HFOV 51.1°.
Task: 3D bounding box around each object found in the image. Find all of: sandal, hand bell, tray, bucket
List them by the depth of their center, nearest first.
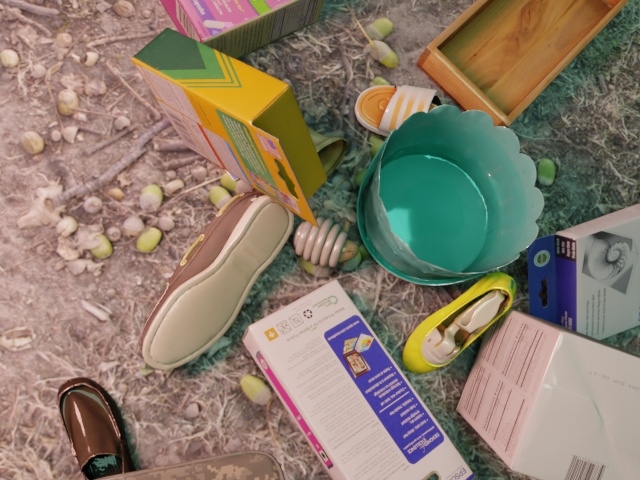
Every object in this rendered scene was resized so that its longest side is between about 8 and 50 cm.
[{"bbox_3d":[0.199,-0.060,1.102,0.281,0.183,0.281,2,76,-9],"label":"bucket"},{"bbox_3d":[-0.079,-0.205,1.143,0.126,0.126,0.242,-38,74,-16],"label":"hand bell"},{"bbox_3d":[0.196,-0.223,1.189,0.265,0.076,0.102,17,72,-3],"label":"sandal"},{"bbox_3d":[0.394,-0.403,1.271,0.203,0.076,0.411,45,73,2],"label":"tray"}]

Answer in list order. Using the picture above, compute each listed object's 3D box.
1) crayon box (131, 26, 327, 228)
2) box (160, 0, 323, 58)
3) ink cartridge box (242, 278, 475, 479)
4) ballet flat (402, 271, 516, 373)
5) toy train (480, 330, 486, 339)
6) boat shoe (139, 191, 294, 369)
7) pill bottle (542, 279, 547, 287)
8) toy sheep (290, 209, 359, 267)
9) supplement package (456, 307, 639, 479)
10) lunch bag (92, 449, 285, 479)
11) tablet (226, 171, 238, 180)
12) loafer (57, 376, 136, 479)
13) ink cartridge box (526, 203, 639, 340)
[{"bbox_3d":[-0.116,-0.169,0.991,0.323,0.203,0.083,33,72,32],"label":"crayon box"},{"bbox_3d":[-0.150,-0.451,1.165,0.243,0.117,0.213,-29,83,-15],"label":"box"},{"bbox_3d":[0.054,0.250,1.016,0.176,0.069,0.371,-26,70,-30],"label":"ink cartridge box"},{"bbox_3d":[0.217,0.139,1.060,0.077,0.077,0.231,43,105,-8],"label":"ballet flat"},{"bbox_3d":[0.269,0.143,1.153,0.024,0.017,0.083,-39,86,-6],"label":"toy train"},{"bbox_3d":[-0.174,0.055,1.056,0.324,0.097,0.116,-54,130,-13],"label":"boat shoe"},{"bbox_3d":[0.451,0.048,1.181,0.116,0.065,0.065,-17,81,-13],"label":"pill bottle"},{"bbox_3d":[0.000,0.000,1.107,0.132,0.091,0.091,17,75,9],"label":"toy sheep"},{"bbox_3d":[0.359,0.233,0.999,0.199,0.263,0.198,20,91,-5],"label":"supplement package"},{"bbox_3d":[-0.182,0.445,0.891,0.305,0.256,0.212,-8,41,-13],"label":"lunch bag"},{"bbox_3d":[-0.152,-0.148,1.152,0.054,0.006,0.083,-38,87,-16],"label":"tablet"},{"bbox_3d":[-0.322,0.301,0.982,0.080,0.078,0.220,-27,83,-14],"label":"loafer"},{"bbox_3d":[0.459,0.072,1.129,0.224,0.045,0.223,-18,116,-12],"label":"ink cartridge box"}]
